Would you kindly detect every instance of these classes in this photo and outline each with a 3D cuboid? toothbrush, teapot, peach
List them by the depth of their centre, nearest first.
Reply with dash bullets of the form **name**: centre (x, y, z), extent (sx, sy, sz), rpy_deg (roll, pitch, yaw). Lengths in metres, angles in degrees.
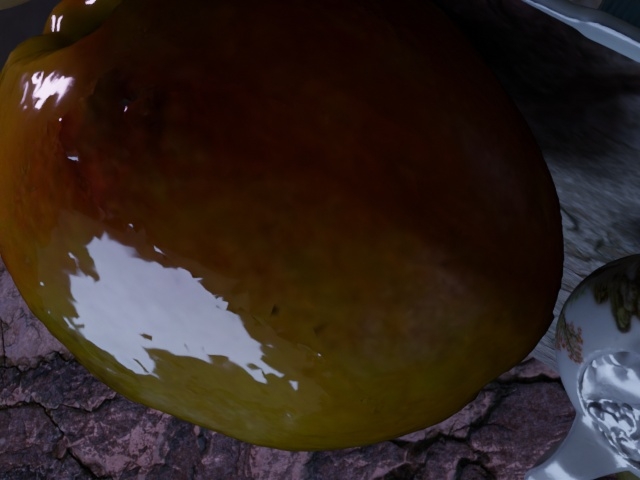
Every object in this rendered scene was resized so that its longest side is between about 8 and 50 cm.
- **toothbrush**: centre (0.038, -0.152, 0.362), extent (0.263, 0.026, 0.022), rpy_deg (34, 172, 15)
- **peach**: centre (-0.019, -0.019, 0.518), extent (0.373, 0.289, 0.372), rpy_deg (11, 146, 8)
- **teapot**: centre (0.256, 0.115, 0.585), extent (0.204, 0.139, 0.298), rpy_deg (45, 152, 18)

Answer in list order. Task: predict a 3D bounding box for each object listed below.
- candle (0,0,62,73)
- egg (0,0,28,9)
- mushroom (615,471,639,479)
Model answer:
- **candle**: centre (-0.336, -0.213, 0.713), extent (0.221, 0.342, 0.221), rpy_deg (31, 175, 3)
- **egg**: centre (-0.172, -0.187, 0.304), extent (0.201, 0.201, 0.244), rpy_deg (35, -153, 7)
- **mushroom**: centre (0.332, 0.171, 0.768), extent (0.218, 0.211, 0.292), rpy_deg (29, -175, -5)
